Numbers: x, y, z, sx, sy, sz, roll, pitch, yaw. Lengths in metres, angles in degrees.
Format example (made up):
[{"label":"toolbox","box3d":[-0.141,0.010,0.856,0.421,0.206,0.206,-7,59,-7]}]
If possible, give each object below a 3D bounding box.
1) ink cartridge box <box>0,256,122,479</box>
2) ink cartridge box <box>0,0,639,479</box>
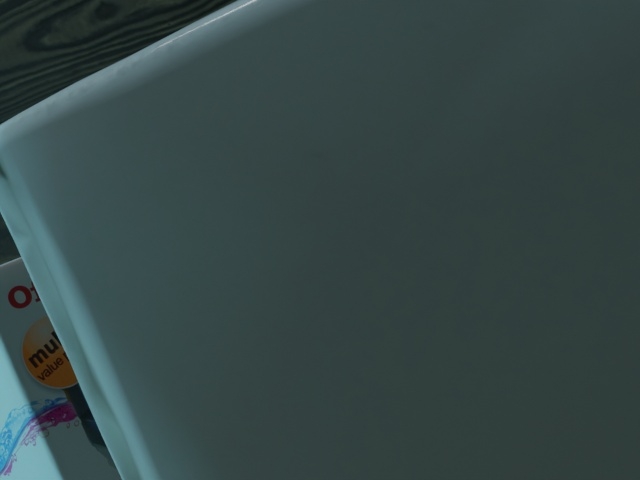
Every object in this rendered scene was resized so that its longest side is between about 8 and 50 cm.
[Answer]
[{"label":"ink cartridge box","box3d":[-0.115,0.089,0.964,0.128,0.176,0.127,-24,-1,-39]},{"label":"ink cartridge box","box3d":[0.149,-0.030,0.501,0.285,0.166,0.395,-24,0,22]}]
